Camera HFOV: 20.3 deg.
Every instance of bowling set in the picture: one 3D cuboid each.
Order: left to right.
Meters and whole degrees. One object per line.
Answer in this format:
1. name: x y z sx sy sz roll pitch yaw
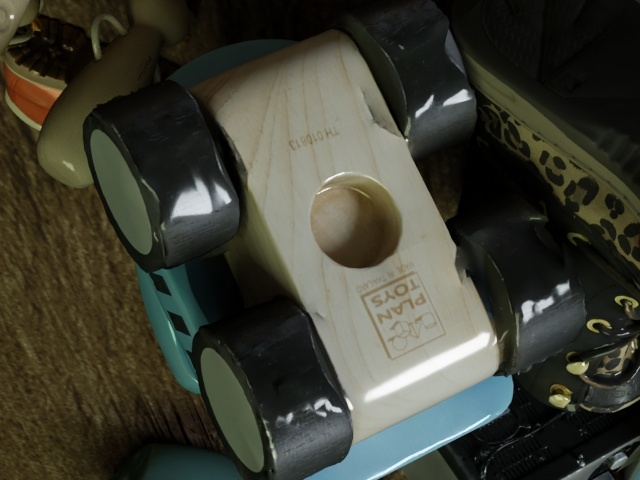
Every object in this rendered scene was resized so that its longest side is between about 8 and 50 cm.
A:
1. bowling set: -0.242 -0.172 1.139 0.200 0.154 0.287 8 150 39

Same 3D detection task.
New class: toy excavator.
1. toy excavator: -0.005 0.094 1.222 0.222 0.433 0.445 -25 177 -19

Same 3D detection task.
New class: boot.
1. boot: -0.151 -0.095 1.263 0.158 0.059 0.084 25 146 -3
2. boot: 0.215 0.025 1.137 0.377 0.138 0.284 43 156 22

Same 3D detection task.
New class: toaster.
1. toaster: 0.137 0.125 1.348 0.168 0.186 0.110 -26 154 -22

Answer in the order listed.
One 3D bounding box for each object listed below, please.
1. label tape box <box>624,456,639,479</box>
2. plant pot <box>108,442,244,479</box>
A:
1. label tape box: 0.387 0.094 1.313 0.249 0.115 0.348 12 142 1
2. plant pot: -0.117 0.325 1.646 0.235 0.293 0.293 38 139 -9
